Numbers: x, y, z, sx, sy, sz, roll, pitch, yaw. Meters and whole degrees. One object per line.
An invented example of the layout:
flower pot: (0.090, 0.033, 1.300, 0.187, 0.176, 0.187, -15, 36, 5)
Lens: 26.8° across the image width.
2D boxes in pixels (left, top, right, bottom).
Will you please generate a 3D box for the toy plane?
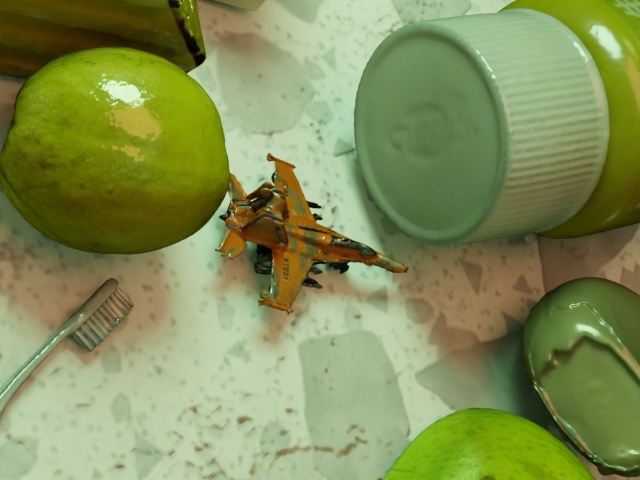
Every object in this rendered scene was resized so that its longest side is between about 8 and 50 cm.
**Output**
toy plane: (-0.008, 0.004, 1.091, 0.188, 0.062, 0.135, 24, 57, -42)

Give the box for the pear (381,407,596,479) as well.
pear: (0.183, 0.240, 1.083, 0.288, 0.139, 0.239, 35, 43, -19)

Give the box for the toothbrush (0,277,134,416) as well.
toothbrush: (-0.234, 0.141, 0.880, 0.029, 0.024, 0.354, 47, 50, -7)

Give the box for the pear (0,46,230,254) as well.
pear: (-0.148, -0.064, 0.955, 0.162, 0.149, 0.149, 10, 65, -28)

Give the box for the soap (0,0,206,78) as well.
soap: (-0.194, -0.179, 0.961, 0.257, 0.160, 0.080, 6, 66, -35)

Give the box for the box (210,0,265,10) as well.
box: (-0.060, -0.326, 1.116, 0.095, 0.168, 0.212, 10, 65, -29)

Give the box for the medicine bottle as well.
medicine bottle: (0.231, -0.113, 1.201, 0.384, 0.224, 0.224, -12, 78, -38)

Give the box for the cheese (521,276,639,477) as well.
cheese: (0.264, 0.112, 1.189, 0.202, 0.091, 0.175, -8, 60, -57)
